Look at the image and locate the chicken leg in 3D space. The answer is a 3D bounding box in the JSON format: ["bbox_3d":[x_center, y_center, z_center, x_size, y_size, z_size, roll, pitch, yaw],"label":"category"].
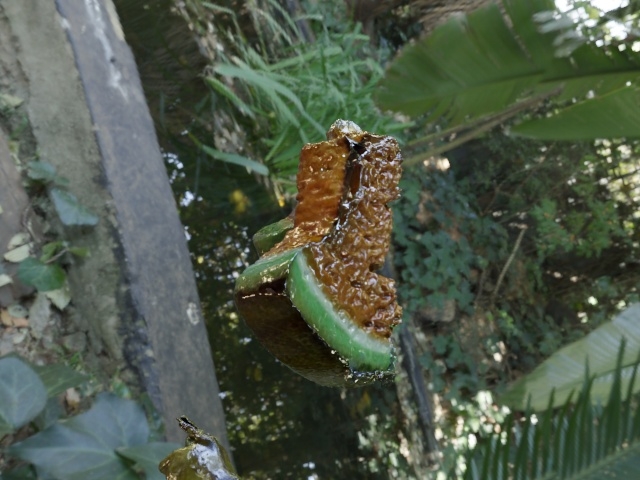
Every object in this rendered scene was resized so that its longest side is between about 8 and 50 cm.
[{"bbox_3d":[-0.074,0.421,0.831,0.429,0.153,0.201,43,-10,16],"label":"chicken leg"}]

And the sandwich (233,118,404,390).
[{"bbox_3d":[0.000,0.000,0.685,0.250,0.162,0.300,40,59,-51],"label":"sandwich"}]
